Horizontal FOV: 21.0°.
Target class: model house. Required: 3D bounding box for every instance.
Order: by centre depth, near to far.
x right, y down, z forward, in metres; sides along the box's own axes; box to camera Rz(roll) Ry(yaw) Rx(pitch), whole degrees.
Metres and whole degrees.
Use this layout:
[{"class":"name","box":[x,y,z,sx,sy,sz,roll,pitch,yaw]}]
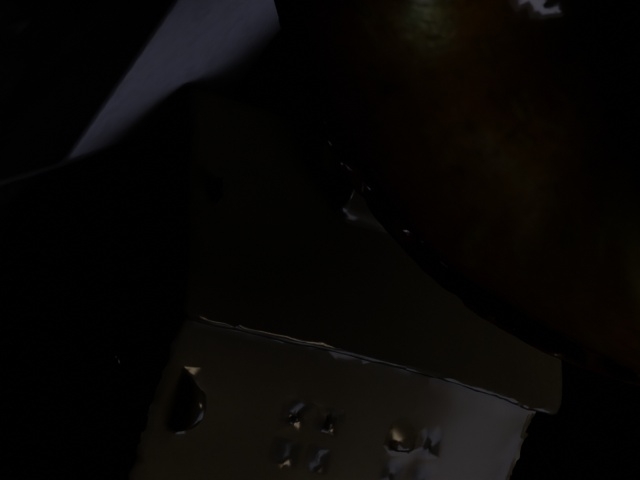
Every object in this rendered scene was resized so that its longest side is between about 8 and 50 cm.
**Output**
[{"class":"model house","box":[0.000,0.000,0.838,0.204,0.211,0.243,24,-83,59]}]

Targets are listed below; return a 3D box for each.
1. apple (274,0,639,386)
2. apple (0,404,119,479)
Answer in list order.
[{"class":"apple","box":[0.174,-0.138,0.579,0.384,0.374,0.374,-12,-165,46]},{"class":"apple","box":[-0.118,0.178,0.892,0.163,0.251,0.293,-57,168,18]}]
